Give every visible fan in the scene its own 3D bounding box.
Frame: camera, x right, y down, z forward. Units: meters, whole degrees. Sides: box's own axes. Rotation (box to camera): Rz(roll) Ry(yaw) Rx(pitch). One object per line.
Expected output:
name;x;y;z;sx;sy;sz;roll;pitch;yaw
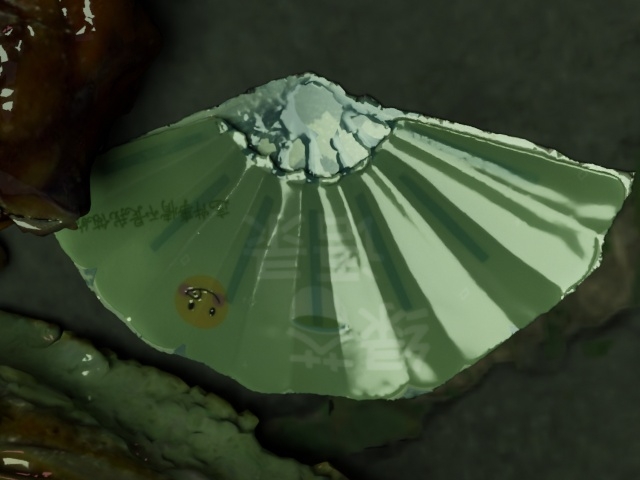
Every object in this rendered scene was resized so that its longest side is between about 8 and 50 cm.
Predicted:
fan;0.000;0.000;0.513;0.240;0.009;0.131;-1;103;15

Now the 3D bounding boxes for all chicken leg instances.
chicken leg;-0.093;-0.145;0.458;0.113;0.093;0.304;18;109;-2

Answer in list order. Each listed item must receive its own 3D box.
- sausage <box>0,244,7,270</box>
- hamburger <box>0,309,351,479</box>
sausage;-0.182;-0.015;0.548;0.116;0.026;0.026;29;107;7
hamburger;-0.133;0.192;0.490;0.318;0.195;0.277;25;109;11
